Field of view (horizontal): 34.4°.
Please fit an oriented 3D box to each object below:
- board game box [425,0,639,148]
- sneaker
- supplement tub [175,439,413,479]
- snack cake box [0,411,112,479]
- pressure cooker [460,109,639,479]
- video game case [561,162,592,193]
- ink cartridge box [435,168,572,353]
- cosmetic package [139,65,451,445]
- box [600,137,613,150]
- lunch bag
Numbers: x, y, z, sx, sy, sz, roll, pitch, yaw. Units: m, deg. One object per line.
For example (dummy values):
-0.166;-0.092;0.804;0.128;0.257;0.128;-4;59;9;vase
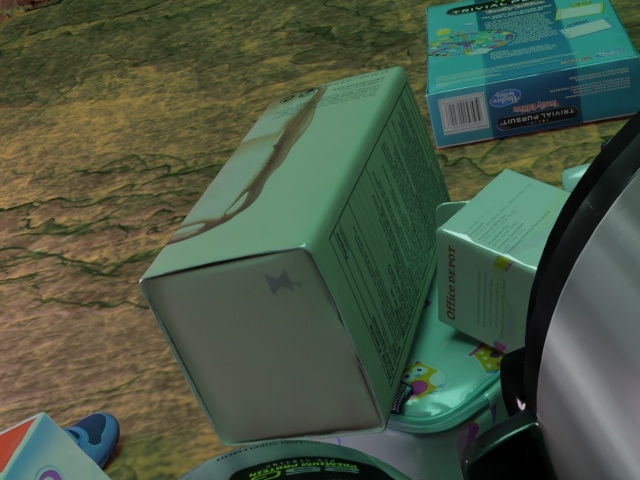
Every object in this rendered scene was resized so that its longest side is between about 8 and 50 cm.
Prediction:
0.272;-0.247;1.381;0.254;0.079;0.336;-9;29;11;board game box
-0.233;0.184;0.869;0.144;0.059;0.053;-34;32;-34;sneaker
0.011;0.201;0.385;0.207;0.207;0.338;-20;2;-11;supplement tub
-0.258;0.250;0.684;0.152;0.089;0.264;-29;21;26;snack cake box
0.295;0.085;0.459;0.370;0.375;0.420;17;21;-15;pressure cooker
0.332;-0.041;0.850;0.227;0.206;0.026;-15;65;21;video game case
0.150;0.021;0.726;0.143;0.092;0.090;27;50;32;ink cartridge box
0.000;0.000;0.781;0.129;0.153;0.296;-11;25;22;cosmetic package
0.384;-0.094;1.111;0.094;0.027;0.137;-26;30;-21;box
0.102;0.083;0.843;0.279;0.107;0.224;-34;34;-31;lunch bag
